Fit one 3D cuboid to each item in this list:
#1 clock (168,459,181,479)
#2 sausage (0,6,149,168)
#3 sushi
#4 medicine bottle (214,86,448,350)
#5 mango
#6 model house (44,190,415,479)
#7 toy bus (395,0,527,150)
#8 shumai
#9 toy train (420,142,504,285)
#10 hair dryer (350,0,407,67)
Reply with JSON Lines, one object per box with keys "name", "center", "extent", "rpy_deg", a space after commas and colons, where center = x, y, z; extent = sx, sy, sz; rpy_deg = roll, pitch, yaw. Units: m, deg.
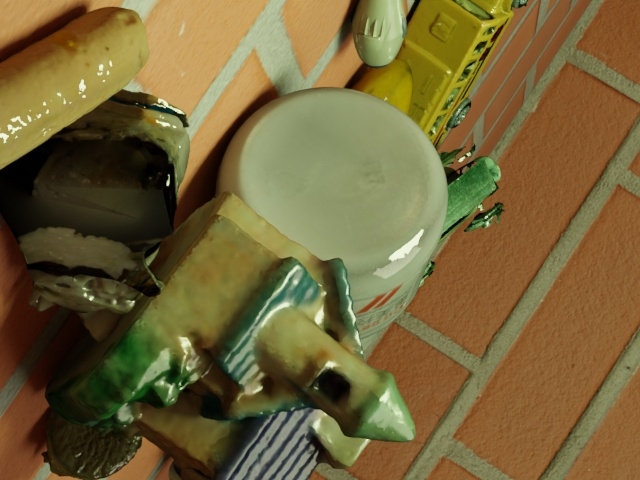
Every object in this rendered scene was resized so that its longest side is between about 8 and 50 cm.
{"name": "clock", "center": [-0.138, 0.294, 2.128], "extent": [0.199, 0.146, 0.243], "rpy_deg": [-54, 175, -45]}
{"name": "sausage", "center": [-0.205, -0.081, 0.905], "extent": [0.301, 0.066, 0.066], "rpy_deg": [-41, 161, -51]}
{"name": "sushi", "center": [-0.167, -0.022, 1.131], "extent": [0.273, 0.134, 0.109], "rpy_deg": [94, 7, -60]}
{"name": "medicine bottle", "center": [0.000, 0.000, 1.589], "extent": [0.245, 0.245, 0.306], "rpy_deg": [-52, 170, -25]}
{"name": "mango", "center": [0.062, -0.149, 1.864], "extent": [0.195, 0.098, 0.137], "rpy_deg": [-67, 165, 14]}
{"name": "model house", "center": [-0.069, 0.136, 1.343], "extent": [0.245, 0.280, 0.312], "rpy_deg": [-54, -170, -17]}
{"name": "toy bus", "center": [0.163, -0.252, 1.956], "extent": [0.123, 0.121, 0.335], "rpy_deg": [-29, 152, -55]}
{"name": "shumai", "center": [-0.250, 0.212, 1.529], "extent": [0.124, 0.099, 0.087], "rpy_deg": [-46, -178, -40]}
{"name": "toy train", "center": [0.121, -0.026, 1.985], "extent": [0.307, 0.126, 0.189], "rpy_deg": [-39, -163, -34]}
{"name": "hair dryer", "center": [0.092, -0.314, 1.646], "extent": [0.167, 0.067, 0.199], "rpy_deg": [84, 29, -66]}
